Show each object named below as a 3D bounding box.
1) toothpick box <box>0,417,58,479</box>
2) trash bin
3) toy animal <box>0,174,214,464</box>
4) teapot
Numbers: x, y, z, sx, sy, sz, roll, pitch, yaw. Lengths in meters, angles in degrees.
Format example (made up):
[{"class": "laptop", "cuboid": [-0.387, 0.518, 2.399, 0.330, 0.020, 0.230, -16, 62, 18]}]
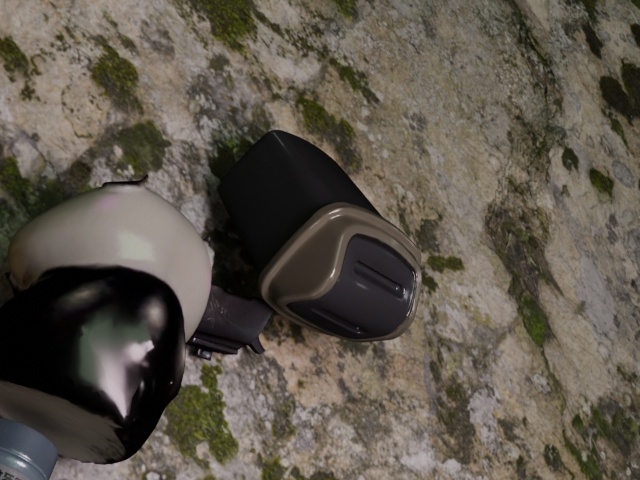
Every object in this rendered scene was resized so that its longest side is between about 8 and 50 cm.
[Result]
[{"class": "toothpick box", "cuboid": [-0.354, 0.278, 1.354, 0.101, 0.101, 0.153, 37, 49, -23]}, {"class": "trash bin", "cuboid": [0.000, 0.000, 1.690, 0.209, 0.182, 0.290, 29, 20, -43]}, {"class": "toy animal", "cuboid": [-0.245, 0.082, 1.465, 0.251, 0.251, 0.310, 35, 56, -24]}, {"class": "teapot", "cuboid": [-0.141, 0.107, 1.654, 0.177, 0.087, 0.096, 20, 83, -34]}]
